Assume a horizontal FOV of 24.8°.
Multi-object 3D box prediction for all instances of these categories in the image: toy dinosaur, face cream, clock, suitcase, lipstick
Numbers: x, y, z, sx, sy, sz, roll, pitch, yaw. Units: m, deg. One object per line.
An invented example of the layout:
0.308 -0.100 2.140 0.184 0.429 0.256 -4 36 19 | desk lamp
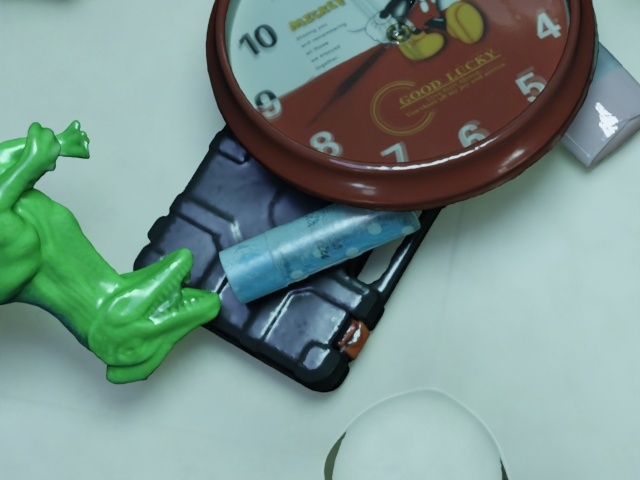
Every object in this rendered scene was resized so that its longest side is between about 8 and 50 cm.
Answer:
-0.375 0.052 1.118 0.500 0.144 0.374 -34 114 1 | toy dinosaur
0.191 -0.156 1.237 0.084 0.057 0.198 -41 72 -2 | face cream
0.064 -0.164 1.182 0.318 0.080 0.319 -4 63 7 | clock
-0.006 -0.037 1.232 0.206 0.066 0.286 29 81 16 | suitcase
0.000 0.000 1.161 0.158 0.048 0.048 -23 73 2 | lipstick
